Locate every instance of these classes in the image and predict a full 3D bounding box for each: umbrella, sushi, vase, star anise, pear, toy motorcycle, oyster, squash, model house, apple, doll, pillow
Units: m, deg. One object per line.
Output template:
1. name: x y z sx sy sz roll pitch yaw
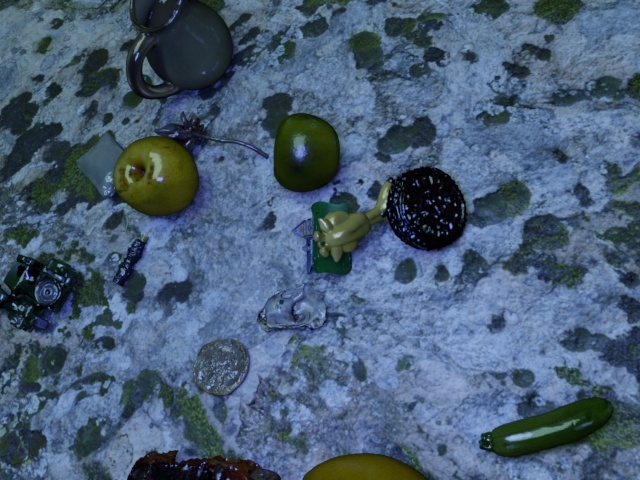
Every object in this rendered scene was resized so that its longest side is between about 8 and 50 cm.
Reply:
1. umbrella: -0.479 0.048 1.703 0.037 0.040 0.144 14 69 32
2. sushi: -0.231 0.508 1.316 0.343 0.196 0.182 -1 71 18
3. vase: -0.402 -0.525 1.799 0.240 0.302 0.329 25 76 25
4. star anise: -0.286 -0.237 1.740 0.227 0.218 0.148 32 120 42
5. pear: -0.402 -0.157 1.685 0.208 0.209 0.209 -7 64 14
6. toy motorcycle: -0.752 0.120 1.706 0.275 0.127 0.205 22 77 22
7. oyster: -0.069 0.152 1.514 0.165 0.053 0.109 -6 82 7
8. squash: 0.421 0.353 1.254 0.258 0.069 0.069 -21 61 8
9. model house: 0.000 0.000 1.545 0.088 0.117 0.167 -10 82 52
10. apple: -0.034 -0.208 1.600 0.156 0.196 0.197 1 64 -3
11. doll: 0.110 -0.051 1.500 0.291 0.086 0.117 -30 101 -20
12. pillow: -0.580 -0.207 1.834 0.134 0.078 0.181 -43 59 -5

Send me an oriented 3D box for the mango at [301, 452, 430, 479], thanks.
1. mango: 0.125 0.563 1.161 0.300 0.232 0.446 -43 53 0

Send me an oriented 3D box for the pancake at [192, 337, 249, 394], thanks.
1. pancake: -0.224 0.283 1.517 0.139 0.022 0.140 -7 64 14

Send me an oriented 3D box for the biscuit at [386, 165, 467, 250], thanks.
1. biscuit: 0.233 -0.069 1.471 0.194 0.053 0.195 5 77 -22
